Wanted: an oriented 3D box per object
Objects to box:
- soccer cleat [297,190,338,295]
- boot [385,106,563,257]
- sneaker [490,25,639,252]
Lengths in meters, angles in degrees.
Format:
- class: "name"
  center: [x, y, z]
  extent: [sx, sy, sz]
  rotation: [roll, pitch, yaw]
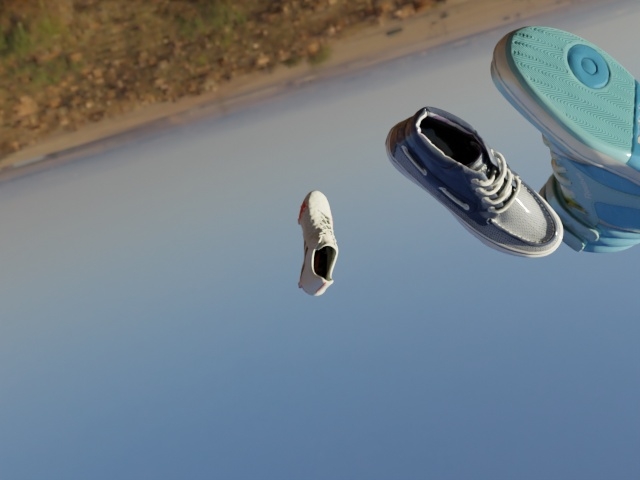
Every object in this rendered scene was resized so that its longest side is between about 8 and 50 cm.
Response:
- class: "soccer cleat"
  center: [0.000, 0.000, 0.774]
  extent: [0.029, 0.083, 0.035]
  rotation: [14, 157, -24]
- class: "boot"
  center: [0.146, -0.048, 0.930]
  extent: [0.069, 0.190, 0.086]
  rotation: [-60, -173, -10]
- class: "sneaker"
  center: [0.267, -0.084, 1.108]
  extent: [0.208, 0.319, 0.127]
  rotation: [-34, -150, 54]
